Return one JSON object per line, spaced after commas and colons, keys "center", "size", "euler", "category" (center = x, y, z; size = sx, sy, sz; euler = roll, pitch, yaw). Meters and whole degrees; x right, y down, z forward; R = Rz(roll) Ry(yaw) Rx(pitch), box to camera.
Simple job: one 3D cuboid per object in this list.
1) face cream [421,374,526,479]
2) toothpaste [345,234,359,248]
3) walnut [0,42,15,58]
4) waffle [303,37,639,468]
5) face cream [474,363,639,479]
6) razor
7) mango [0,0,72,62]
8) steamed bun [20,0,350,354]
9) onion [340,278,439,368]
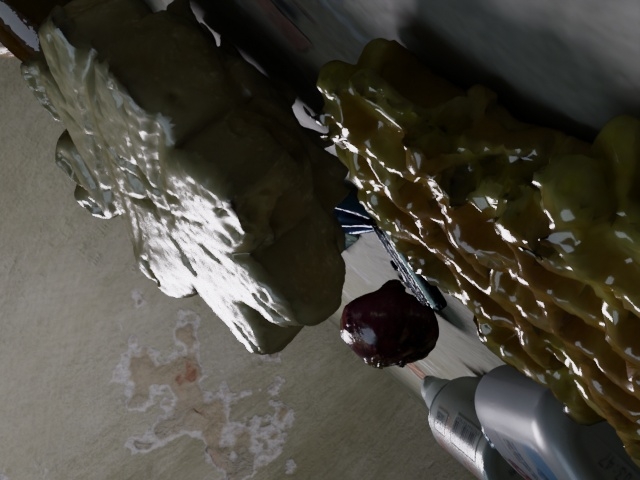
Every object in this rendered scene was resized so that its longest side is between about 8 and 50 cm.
{"center": [0.185, 0.216, 1.184], "size": [0.101, 0.101, 0.252], "euler": [45, 175, -19], "category": "face cream"}
{"center": [0.001, 0.001, 1.154], "size": [0.069, 0.047, 0.268], "euler": [55, 172, 6], "category": "toothpaste"}
{"center": [-0.413, -0.310, 1.292], "size": [0.245, 0.137, 0.137], "euler": [43, 176, 37], "category": "walnut"}
{"center": [0.111, 0.019, 0.424], "size": [0.281, 0.058, 0.301], "euler": [44, 173, -19], "category": "waffle"}
{"center": [0.197, 0.165, 0.799], "size": [0.163, 0.080, 0.337], "euler": [44, 174, -1], "category": "face cream"}
{"center": [0.037, -0.012, 0.776], "size": [0.082, 0.042, 0.253], "euler": [54, 173, -17], "category": "razor"}
{"center": [-0.247, -0.218, 0.848], "size": [0.267, 0.111, 0.133], "euler": [45, -170, -31], "category": "mango"}
{"center": [-0.074, -0.056, 0.712], "size": [0.292, 0.137, 0.295], "euler": [56, 154, -11], "category": "steamed bun"}
{"center": [0.075, 0.089, 1.060], "size": [0.107, 0.097, 0.107], "euler": [6, 160, 2], "category": "onion"}
